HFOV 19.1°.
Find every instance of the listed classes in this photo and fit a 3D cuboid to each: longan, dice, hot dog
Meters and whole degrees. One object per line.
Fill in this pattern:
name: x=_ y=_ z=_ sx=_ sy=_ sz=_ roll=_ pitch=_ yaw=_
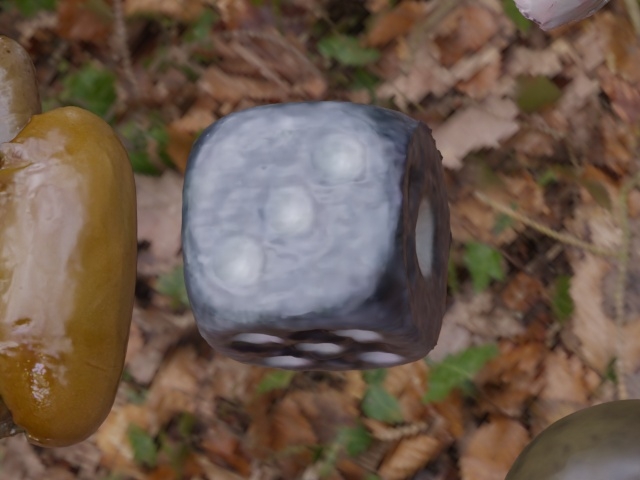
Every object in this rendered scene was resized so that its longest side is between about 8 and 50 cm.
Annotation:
longan: x=0.189 y=0.182 z=1.105 sx=0.185 sy=0.159 sz=0.204 roll=12 pitch=33 yaw=15
dice: x=0.000 y=0.000 z=1.494 sx=0.183 sy=0.181 sz=0.182 roll=-3 pitch=72 yaw=14
hot dog: x=-0.103 y=0.001 z=0.662 sx=0.090 sy=0.060 sz=0.140 roll=6 pitch=84 yaw=51

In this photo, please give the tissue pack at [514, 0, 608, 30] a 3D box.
tissue pack: x=0.230 y=-0.322 z=1.495 sx=0.271 sy=0.124 sz=0.201 roll=-40 pitch=76 yaw=29
